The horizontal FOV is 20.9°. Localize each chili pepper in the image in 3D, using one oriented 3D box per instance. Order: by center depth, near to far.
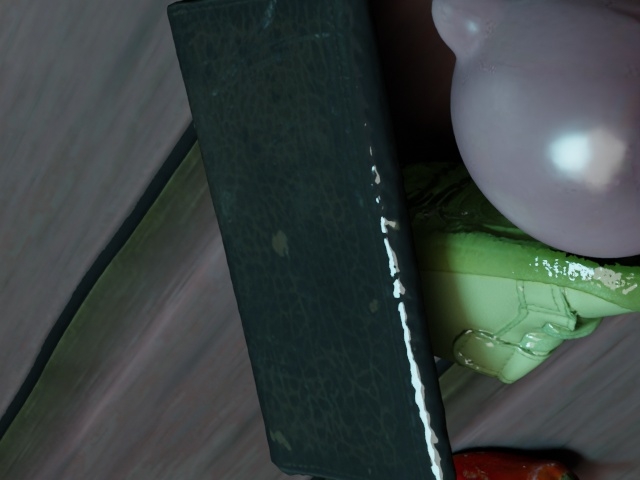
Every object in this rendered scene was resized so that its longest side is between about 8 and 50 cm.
[{"bbox_3d":[0.149,0.192,1.349,0.191,0.050,0.059,1,142,43],"label":"chili pepper"}]

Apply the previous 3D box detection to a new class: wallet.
[{"bbox_3d":[0.000,0.000,1.050,0.170,0.044,0.321,1,108,48],"label":"wallet"}]

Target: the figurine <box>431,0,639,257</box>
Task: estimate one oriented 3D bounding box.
[{"bbox_3d":[0.151,-0.074,0.931,0.173,0.173,0.173,13,142,11],"label":"figurine"}]

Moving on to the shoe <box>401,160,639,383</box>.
[{"bbox_3d":[0.125,0.009,1.076,0.262,0.140,0.128,7,133,30],"label":"shoe"}]
